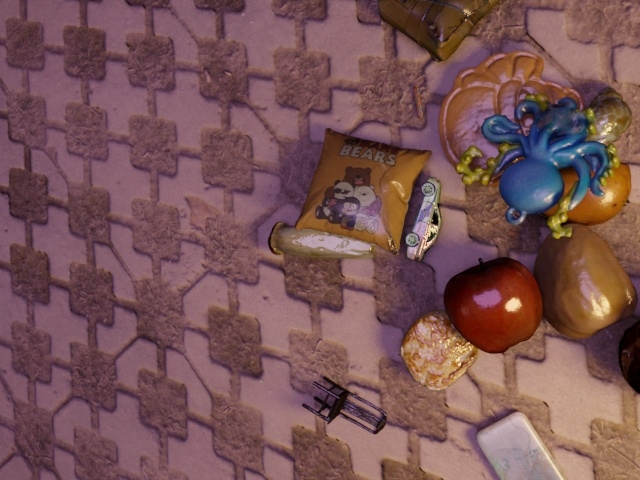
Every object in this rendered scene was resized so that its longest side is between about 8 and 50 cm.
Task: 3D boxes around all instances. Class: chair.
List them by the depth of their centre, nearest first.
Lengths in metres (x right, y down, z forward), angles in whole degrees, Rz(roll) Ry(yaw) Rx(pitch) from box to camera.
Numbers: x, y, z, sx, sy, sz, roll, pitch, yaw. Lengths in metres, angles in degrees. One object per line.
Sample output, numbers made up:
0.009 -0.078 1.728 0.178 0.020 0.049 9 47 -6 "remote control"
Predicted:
0.070 0.460 1.544 0.212 0.101 0.084 27 97 20 "chair"

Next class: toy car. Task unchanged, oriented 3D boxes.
0.281 -0.054 1.492 0.076 0.090 0.224 18 94 16 "toy car"

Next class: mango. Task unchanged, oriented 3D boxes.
0.603 -0.117 1.355 0.236 0.136 0.167 12 100 30 "mango"

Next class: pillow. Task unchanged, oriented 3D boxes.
0.108 -0.138 1.529 0.310 0.119 0.313 14 76 22 "pillow"

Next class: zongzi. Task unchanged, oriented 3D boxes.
0.324 -0.645 1.490 0.260 0.123 0.289 43 92 19 "zongzi"

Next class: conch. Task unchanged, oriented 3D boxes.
0.666 -0.279 1.347 0.106 0.116 0.173 44 104 15 "conch"

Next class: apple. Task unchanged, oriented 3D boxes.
0.420 0.150 1.374 0.233 0.234 0.234 -1 88 20 "apple"

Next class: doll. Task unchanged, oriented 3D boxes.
0.508 -0.185 1.322 0.346 0.099 0.341 25 79 39 "doll"

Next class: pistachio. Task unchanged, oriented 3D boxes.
0.598 0.094 1.336 0.212 0.162 0.261 -29 74 29 "pistachio"

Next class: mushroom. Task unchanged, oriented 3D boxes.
0.000 0.000 1.598 0.312 0.081 0.100 3 90 18 "mushroom"

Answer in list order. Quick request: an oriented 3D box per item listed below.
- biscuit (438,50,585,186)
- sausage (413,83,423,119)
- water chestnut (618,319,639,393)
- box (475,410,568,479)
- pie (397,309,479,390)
0.471 -0.320 1.451 0.351 0.057 0.312 -26 81 17 "biscuit"
0.266 -0.377 1.548 0.015 0.015 0.100 -10 85 19 "sausage"
0.791 0.235 1.230 0.299 0.300 0.300 -1 88 20 "water chestnut"
0.518 0.578 1.411 0.142 0.044 0.285 -34 78 11 "box"
0.305 0.279 1.475 0.179 0.084 0.205 42 99 13 "pie"
